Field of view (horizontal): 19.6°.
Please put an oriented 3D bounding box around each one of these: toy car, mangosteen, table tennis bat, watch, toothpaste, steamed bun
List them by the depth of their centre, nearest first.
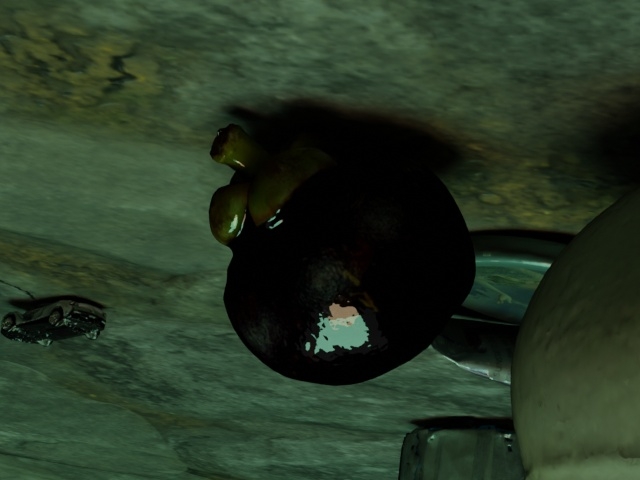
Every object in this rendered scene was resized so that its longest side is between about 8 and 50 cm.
[{"bbox_3d":[0.231,0.049,0.850,0.283,0.177,0.283,7,166,2],"label":"steamed bun"},{"bbox_3d":[0.000,0.000,0.933,0.151,0.137,0.137,48,154,-8],"label":"mangosteen"},{"bbox_3d":[0.174,0.043,1.116,0.237,0.038,0.149,19,162,-21],"label":"table tennis bat"},{"bbox_3d":[0.209,0.093,1.200,0.299,0.073,0.114,12,-168,-6],"label":"toothpaste"},{"bbox_3d":[-0.202,0.061,1.381,0.093,0.025,0.041,-9,155,38],"label":"toy car"},{"bbox_3d":[0.171,0.218,1.672,0.274,0.068,0.276,17,162,-40],"label":"watch"}]
